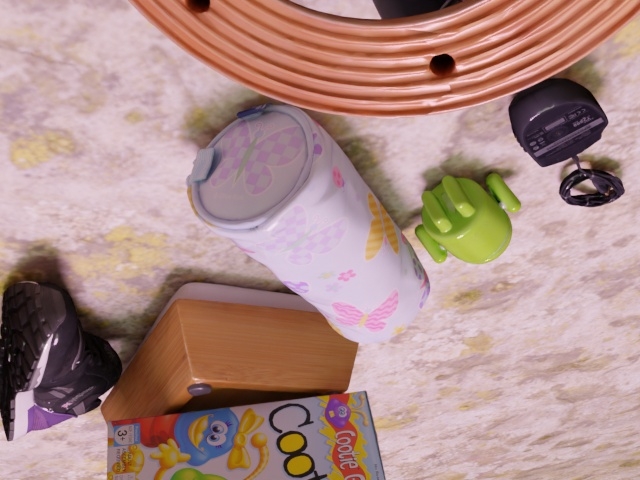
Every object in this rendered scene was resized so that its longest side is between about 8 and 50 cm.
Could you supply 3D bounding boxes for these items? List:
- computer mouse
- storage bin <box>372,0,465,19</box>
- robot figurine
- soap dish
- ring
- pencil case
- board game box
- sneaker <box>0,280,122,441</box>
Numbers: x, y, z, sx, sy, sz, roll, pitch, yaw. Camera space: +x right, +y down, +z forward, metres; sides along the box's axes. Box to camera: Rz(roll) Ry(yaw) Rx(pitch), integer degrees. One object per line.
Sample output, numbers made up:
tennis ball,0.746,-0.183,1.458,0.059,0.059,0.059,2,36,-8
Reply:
computer mouse,0.230,-0.085,0.644,0.071,0.041,0.242,-28,150,21
storage bin,0.108,-0.175,0.425,0.091,0.098,0.135,2,146,-36
robot figurine,0.142,-0.017,0.683,0.101,0.067,0.115,-39,139,18
soap dish,-0.112,0.174,0.849,0.229,0.118,0.291,10,142,-29
ring,0.025,-0.206,0.315,0.337,0.032,0.336,5,131,5
pencil case,0.000,0.000,0.629,0.124,0.113,0.273,-14,148,24
board game box,-0.078,0.269,0.763,0.275,0.142,0.144,-5,144,-9
sneaker,-0.274,0.120,0.766,0.124,0.107,0.283,-8,153,-32
